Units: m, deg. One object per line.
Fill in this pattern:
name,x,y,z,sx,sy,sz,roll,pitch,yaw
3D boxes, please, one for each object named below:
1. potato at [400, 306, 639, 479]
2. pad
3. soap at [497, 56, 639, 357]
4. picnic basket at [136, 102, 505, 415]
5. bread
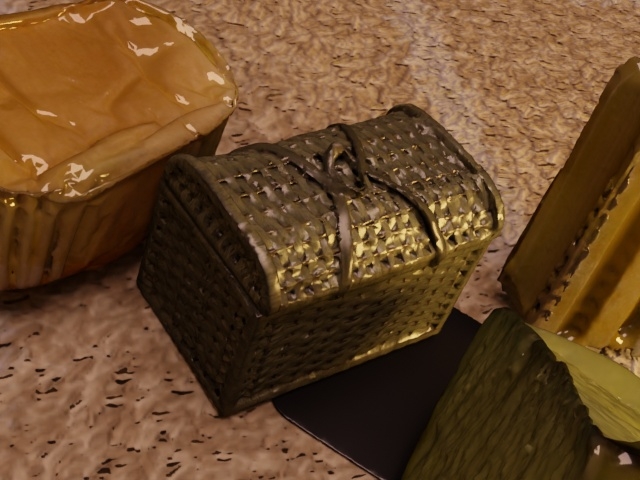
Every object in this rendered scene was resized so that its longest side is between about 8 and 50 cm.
potato,0.177,0.203,0.535,0.280,0.212,0.330,29,7,-2
pad,0.107,0.125,0.718,0.267,0.004,0.181,32,44,8
soap,0.236,-0.017,0.745,0.135,0.233,0.076,4,39,-21
picnic basket,0.000,0.000,0.680,0.196,0.154,0.134,-17,54,-32
bread,-0.182,-0.067,0.684,0.179,0.133,0.250,38,44,17
